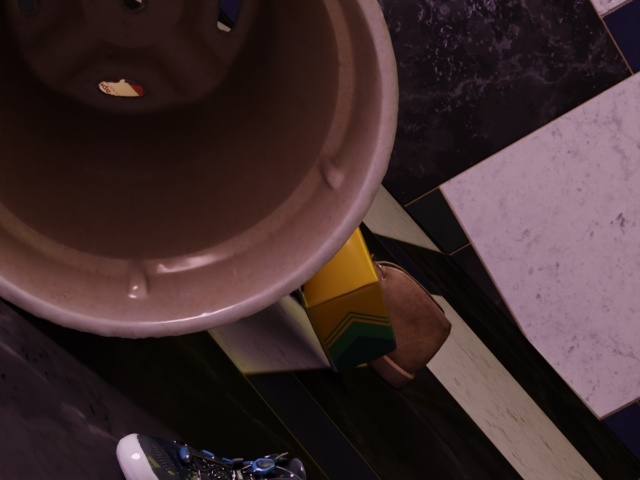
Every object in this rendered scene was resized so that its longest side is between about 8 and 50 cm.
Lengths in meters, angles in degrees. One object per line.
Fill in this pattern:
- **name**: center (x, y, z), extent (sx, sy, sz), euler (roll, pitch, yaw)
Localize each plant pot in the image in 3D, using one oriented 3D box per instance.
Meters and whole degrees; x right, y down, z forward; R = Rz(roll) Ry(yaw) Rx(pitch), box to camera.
- **plant pot**: center (-0.134, -0.143, 1.106), extent (0.334, 0.334, 0.305), euler (43, 11, -24)

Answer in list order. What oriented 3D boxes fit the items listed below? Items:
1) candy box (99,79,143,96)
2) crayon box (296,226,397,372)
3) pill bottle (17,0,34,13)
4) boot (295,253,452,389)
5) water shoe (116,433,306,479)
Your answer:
- **candy box**: center (-0.156, -0.101, 1.462), extent (0.183, 0.087, 0.316), euler (48, -1, 3)
- **crayon box**: center (0.000, 0.000, 1.501), extent (0.318, 0.081, 0.202), euler (68, 1, -71)
- **pill bottle**: center (-0.361, -0.311, 1.464), extent (0.219, 0.123, 0.123), euler (50, 10, 14)
- **boot**: center (0.036, 0.046, 1.790), extent (0.305, 0.115, 0.112), euler (42, 13, -22)
- **water shoe**: center (-0.052, 0.166, 0.988), extent (0.203, 0.080, 0.073), euler (39, 12, -41)
